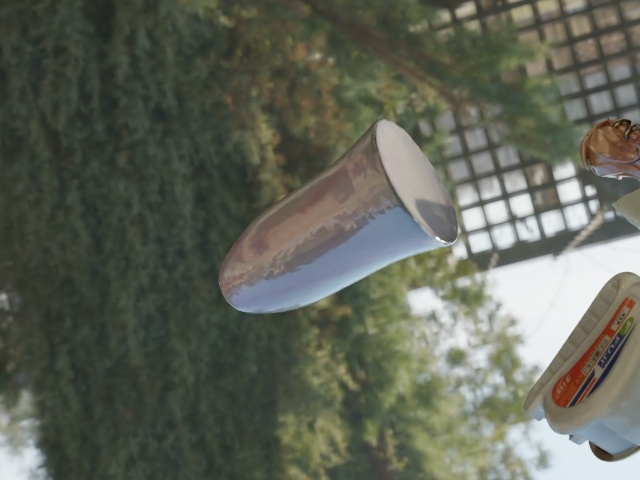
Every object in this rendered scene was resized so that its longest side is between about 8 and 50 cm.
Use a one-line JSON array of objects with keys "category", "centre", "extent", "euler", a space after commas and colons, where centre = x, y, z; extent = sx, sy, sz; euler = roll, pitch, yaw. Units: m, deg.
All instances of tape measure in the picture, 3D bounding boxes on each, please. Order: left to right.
[{"category": "tape measure", "centre": [0.420, 0.185, 1.688], "extent": [0.258, 0.130, 0.265], "euler": [-56, -169, 5]}]

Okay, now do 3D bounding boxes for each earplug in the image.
[{"category": "earplug", "centre": [0.000, 0.000, 1.496], "extent": [0.301, 0.172, 0.172], "euler": [-32, 177, 24]}]

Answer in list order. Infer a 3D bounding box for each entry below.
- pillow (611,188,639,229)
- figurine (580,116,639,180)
[{"category": "pillow", "centre": [0.368, 0.013, 1.133], "extent": [0.144, 0.078, 0.254], "euler": [-31, -139, 22]}, {"category": "figurine", "centre": [0.422, -0.123, 1.575], "extent": [0.157, 0.126, 0.114], "euler": [-3, -164, -4]}]
